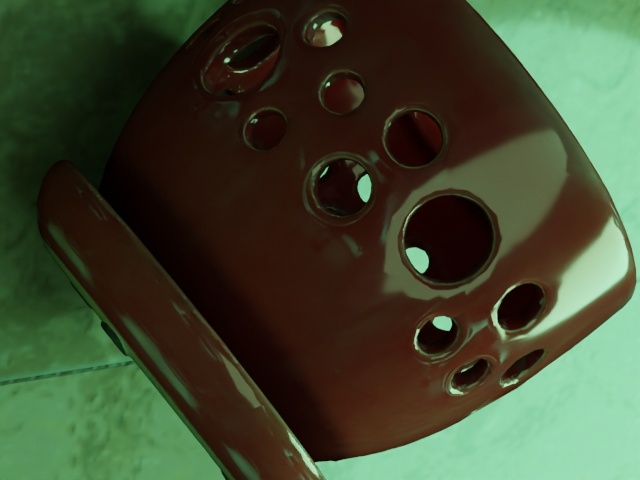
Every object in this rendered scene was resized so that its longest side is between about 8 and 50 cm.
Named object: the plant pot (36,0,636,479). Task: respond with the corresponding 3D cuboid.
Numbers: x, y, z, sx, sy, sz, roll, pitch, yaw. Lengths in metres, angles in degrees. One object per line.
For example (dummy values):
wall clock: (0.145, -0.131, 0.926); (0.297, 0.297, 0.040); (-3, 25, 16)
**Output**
plant pot: (0.000, 0.000, 0.777); (0.174, 0.191, 0.191); (-39, 129, -5)
